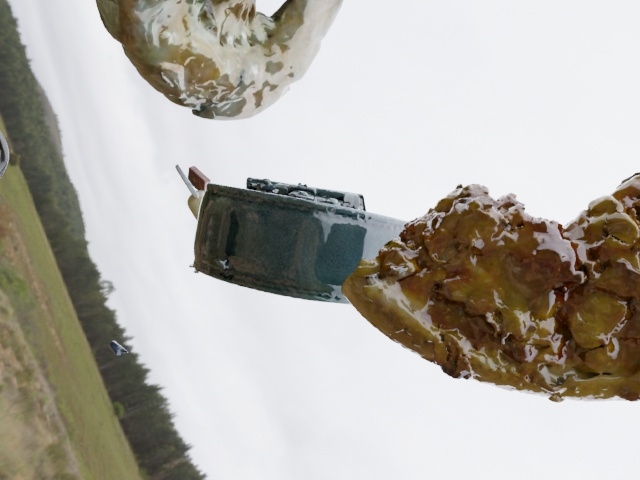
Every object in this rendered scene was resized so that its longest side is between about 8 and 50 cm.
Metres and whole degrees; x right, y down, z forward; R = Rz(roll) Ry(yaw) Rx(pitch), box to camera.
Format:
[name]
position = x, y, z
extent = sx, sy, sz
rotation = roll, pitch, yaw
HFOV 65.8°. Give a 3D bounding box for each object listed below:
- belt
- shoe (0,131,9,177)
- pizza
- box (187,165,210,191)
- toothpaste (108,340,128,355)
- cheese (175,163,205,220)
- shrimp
[belt]
position = 0.000, 0.000, 0.524
extent = 0.206, 0.268, 0.116
rotation = 14, -85, 46
[shoe]
position = -0.213, -0.089, 0.224
extent = 0.053, 0.062, 0.159
rotation = 2, -50, 40
[pizza]
position = 0.163, 0.026, 0.334
extent = 0.085, 0.306, 0.161
rotation = 33, 56, -72
[box]
position = -0.362, -0.179, 1.473
extent = 0.082, 0.023, 0.051
rotation = 40, -48, 25
[toothpaste]
position = -0.480, 0.254, 1.165
extent = 0.083, 0.027, 0.019
rotation = 13, -70, 49
[cheese]
position = -0.327, -0.091, 1.381
extent = 0.163, 0.071, 0.248
rotation = 52, -11, 35
[shrimp]
position = -0.077, -0.250, 0.417
extent = 0.085, 0.247, 0.360
rotation = 53, -15, 29
